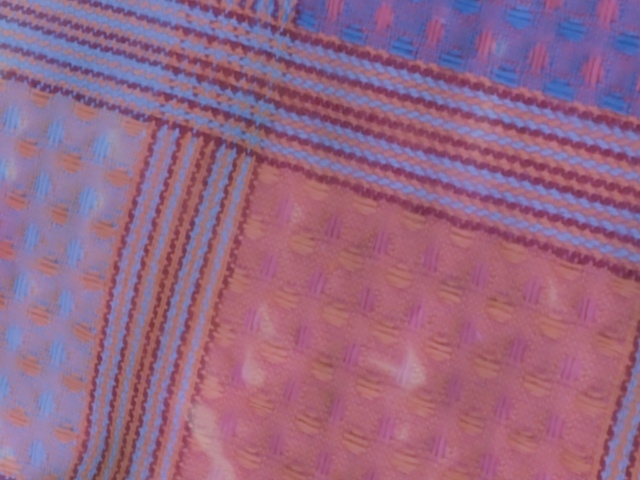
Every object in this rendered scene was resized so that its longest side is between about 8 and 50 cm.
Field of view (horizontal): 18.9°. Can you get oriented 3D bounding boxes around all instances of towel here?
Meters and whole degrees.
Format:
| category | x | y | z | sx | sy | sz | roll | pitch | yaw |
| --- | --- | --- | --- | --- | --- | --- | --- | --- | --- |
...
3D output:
| category | x | y | z | sx | sy | sz | roll | pitch | yaw |
| --- | --- | --- | --- | --- | --- | --- | --- | --- | --- |
| towel | 0.000 | 0.000 | 0.509 | 0.271 | 0.040 | 0.370 | 17 | 97 | 28 |
